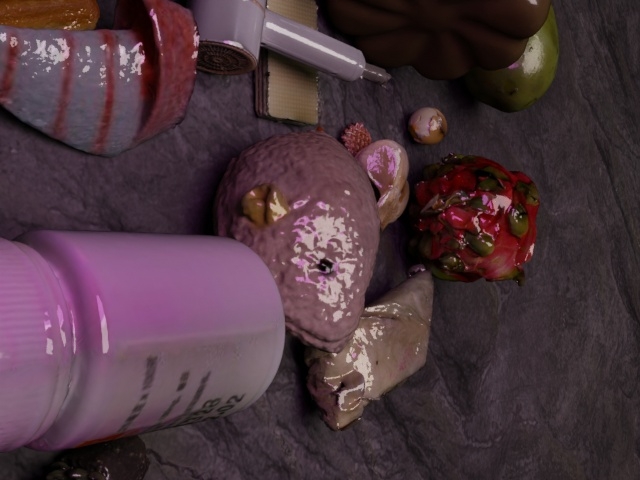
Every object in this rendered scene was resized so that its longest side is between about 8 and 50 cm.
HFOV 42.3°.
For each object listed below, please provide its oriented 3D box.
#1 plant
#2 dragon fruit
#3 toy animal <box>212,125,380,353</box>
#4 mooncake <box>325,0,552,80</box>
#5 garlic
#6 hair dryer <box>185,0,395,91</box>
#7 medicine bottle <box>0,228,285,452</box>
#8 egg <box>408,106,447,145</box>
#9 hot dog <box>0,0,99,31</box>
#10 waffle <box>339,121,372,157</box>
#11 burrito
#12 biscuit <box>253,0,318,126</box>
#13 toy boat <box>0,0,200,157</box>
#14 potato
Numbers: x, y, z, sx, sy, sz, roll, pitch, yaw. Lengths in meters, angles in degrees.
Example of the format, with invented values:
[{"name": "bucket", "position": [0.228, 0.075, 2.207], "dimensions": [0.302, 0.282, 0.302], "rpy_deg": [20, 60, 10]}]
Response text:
[{"name": "plant", "position": [-0.257, 0.271, 0.915], "dimensions": [0.143, 0.094, 0.092], "rpy_deg": [-45, 136, -57]}, {"name": "dragon fruit", "position": [0.279, -0.039, 1.515], "dimensions": [0.302, 0.236, 0.231], "rpy_deg": [-25, 126, -69]}, {"name": "toy animal", "position": [-0.032, -0.033, 1.125], "dimensions": [0.226, 0.188, 0.359], "rpy_deg": [21, 44, -20]}, {"name": "mooncake", "position": [0.190, -0.418, 1.323], "dimensions": [0.378, 0.378, 0.201], "rpy_deg": [31, 68, -46]}, {"name": "garlic", "position": [0.100, -0.091, 1.383], "dimensions": [0.124, 0.099, 0.174], "rpy_deg": [-48, 154, -14]}, {"name": "hair dryer", "position": [-0.028, -0.292, 1.186], "dimensions": [0.357, 0.107, 0.173], "rpy_deg": [16, 76, -36]}, {"name": "medicine bottle", "position": [-0.233, 0.098, 0.847], "dimensions": [0.388, 0.219, 0.220], "rpy_deg": [1, 86, -53]}, {"name": "egg", "position": [0.203, -0.213, 1.554], "dimensions": [0.083, 0.071, 0.071], "rpy_deg": [35, 59, -63]}, {"name": "hot dog", "position": [-0.332, -0.232, 0.892], "dimensions": [0.215, 0.047, 0.066], "rpy_deg": [-34, 128, -48]}, {"name": "waffle", "position": [0.061, -0.161, 1.402], "dimensions": [0.075, 0.029, 0.083], "rpy_deg": [-52, 123, -41]}, {"name": "burrito", "position": [0.091, 0.174, 1.350], "dimensions": [0.347, 0.107, 0.175], "rpy_deg": [-29, 116, -51]}, {"name": "biscuit", "position": [-0.053, -0.278, 1.258], "dimensions": [0.121, 0.040, 0.200], "rpy_deg": [2, 88, -53]}, {"name": "toy boat", "position": [-0.270, -0.184, 0.917], "dimensions": [0.282, 0.096, 0.206], "rpy_deg": [-13, 128, -50]}, {"name": "potato", "position": [0.384, -0.410, 1.697], "dimensions": [0.215, 0.215, 0.305], "rpy_deg": [15, 66, -50]}]
